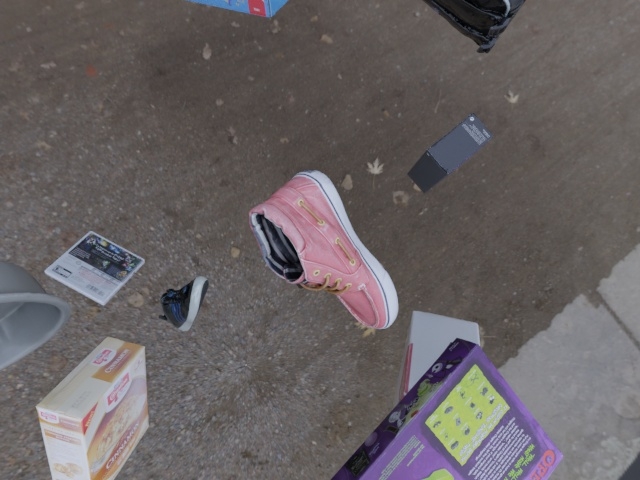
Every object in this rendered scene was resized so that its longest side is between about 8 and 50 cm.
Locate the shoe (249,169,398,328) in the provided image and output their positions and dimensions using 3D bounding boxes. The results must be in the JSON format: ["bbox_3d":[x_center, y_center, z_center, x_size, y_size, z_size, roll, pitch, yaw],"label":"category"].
[{"bbox_3d":[0.005,0.028,0.377,0.081,0.064,0.178,-42,109,-39],"label":"shoe"}]

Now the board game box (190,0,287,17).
[{"bbox_3d":[-0.150,-0.540,0.731,0.308,0.086,0.301,20,58,17],"label":"board game box"}]

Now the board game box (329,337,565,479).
[{"bbox_3d":[0.117,0.309,0.466,0.347,0.056,0.208,-42,98,-15],"label":"board game box"}]

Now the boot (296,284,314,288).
[{"bbox_3d":[0.000,0.000,1.242,0.115,0.112,0.305,-1,111,-28],"label":"boot"}]

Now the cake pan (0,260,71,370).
[{"bbox_3d":[-0.388,0.103,0.354,0.293,0.293,0.054,-29,80,-17],"label":"cake pan"}]

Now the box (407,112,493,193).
[{"bbox_3d":[0.404,-0.268,1.300,0.184,0.261,0.103,-37,85,-4],"label":"box"}]

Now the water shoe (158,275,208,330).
[{"bbox_3d":[-0.286,0.129,0.821,0.080,0.203,0.072,23,49,-13],"label":"water shoe"}]

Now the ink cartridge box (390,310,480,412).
[{"bbox_3d":[0.253,0.408,0.950,0.161,0.384,0.279,10,29,11],"label":"ink cartridge box"}]

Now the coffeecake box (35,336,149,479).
[{"bbox_3d":[-0.327,0.265,0.605,0.068,0.185,0.142,13,27,6],"label":"coffeecake box"}]

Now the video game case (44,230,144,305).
[{"bbox_3d":[-0.643,0.075,1.164,0.191,0.022,0.173,27,50,3],"label":"video game case"}]

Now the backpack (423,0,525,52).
[{"bbox_3d":[0.166,-0.392,0.496,0.254,0.225,0.191,35,110,5],"label":"backpack"}]
